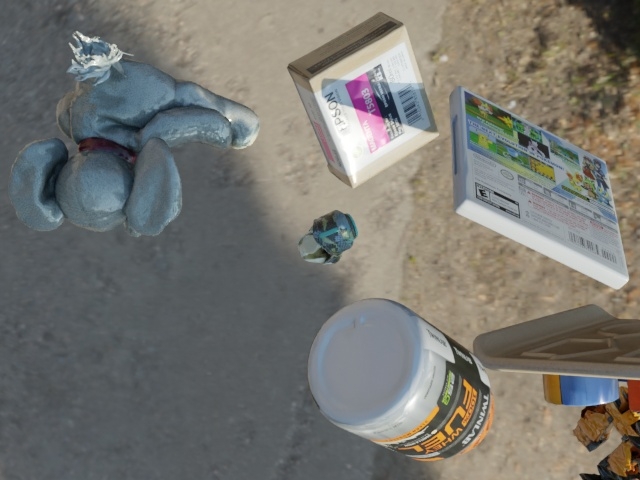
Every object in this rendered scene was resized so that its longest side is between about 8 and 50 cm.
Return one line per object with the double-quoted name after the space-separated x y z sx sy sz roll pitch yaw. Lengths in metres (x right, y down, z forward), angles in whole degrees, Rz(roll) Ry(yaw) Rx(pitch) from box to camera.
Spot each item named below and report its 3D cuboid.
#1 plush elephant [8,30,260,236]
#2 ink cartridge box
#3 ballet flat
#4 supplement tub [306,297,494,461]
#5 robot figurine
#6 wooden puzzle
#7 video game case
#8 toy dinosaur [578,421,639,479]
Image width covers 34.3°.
-0.275 -0.114 1.449 0.330 0.271 0.256 28 75 -69 "plush elephant"
0.078 -0.236 1.762 0.193 0.088 0.235 -33 128 -11 "ink cartridge box"
0.000 0.000 1.389 0.070 0.188 0.070 2 77 -7 "ballet flat"
0.080 0.131 0.929 0.190 0.117 0.117 34 72 -53 "supplement tub"
0.567 0.359 1.949 0.085 0.291 0.211 -27 65 -16 "robot figurine"
0.412 0.149 1.264 0.322 0.347 0.081 -8 99 -45 "wooden puzzle"
0.361 -0.093 1.739 0.329 0.036 0.300 24 42 -18 "video game case"
0.392 0.357 1.221 0.322 0.164 0.218 35 38 -27 "toy dinosaur"
